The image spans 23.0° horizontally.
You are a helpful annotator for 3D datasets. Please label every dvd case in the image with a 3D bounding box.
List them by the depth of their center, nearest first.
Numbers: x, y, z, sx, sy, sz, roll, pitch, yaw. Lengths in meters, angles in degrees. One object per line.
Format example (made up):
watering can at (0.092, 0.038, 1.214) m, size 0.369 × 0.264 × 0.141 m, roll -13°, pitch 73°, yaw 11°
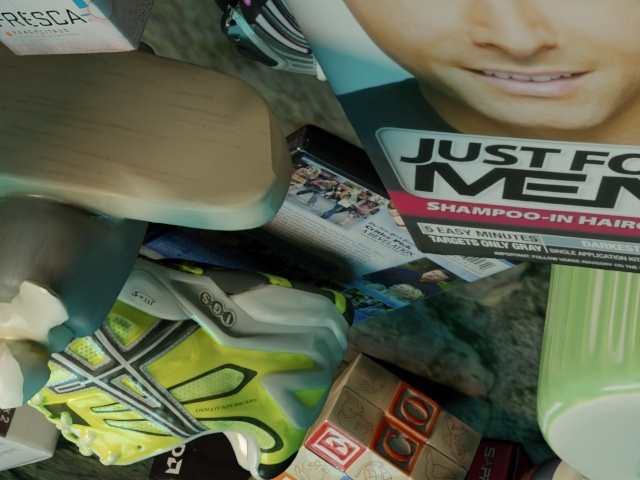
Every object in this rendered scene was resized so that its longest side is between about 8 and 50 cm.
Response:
dvd case at (0.000, 0.000, 1.104) m, size 0.180 × 0.022 × 0.253 m, roll 26°, pitch 155°, yaw -23°

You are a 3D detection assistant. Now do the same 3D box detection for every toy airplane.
toy airplane at (-0.259, -0.057, 0.695) m, size 0.386 × 0.384 × 0.272 m, roll 49°, pitch 154°, yaw 40°

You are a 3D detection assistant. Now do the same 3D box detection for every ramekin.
ramekin at (0.273, 0.072, 0.937) m, size 0.303 × 0.148 × 0.303 m, roll 13°, pitch 157°, yaw 6°

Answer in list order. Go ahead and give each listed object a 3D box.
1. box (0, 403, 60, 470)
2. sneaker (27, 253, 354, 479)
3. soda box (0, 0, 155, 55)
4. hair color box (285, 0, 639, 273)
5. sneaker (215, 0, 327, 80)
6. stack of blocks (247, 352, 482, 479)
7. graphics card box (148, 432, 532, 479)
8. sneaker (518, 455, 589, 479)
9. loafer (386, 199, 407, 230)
box at (-0.270, 0.079, 1.244) m, size 0.119 × 0.181 × 0.182 m, roll 26°, pitch 154°, yaw -25°
sneaker at (-0.157, 0.072, 1.036) m, size 0.385 × 0.147 × 0.145 m, roll 12°, pitch 178°, yaw -23°
soda box at (-0.078, -0.160, 0.582) m, size 0.058 × 0.183 × 0.063 m, roll 1°, pitch 152°, yaw 30°
hair color box at (0.094, -0.115, 0.670) m, size 0.185 × 0.113 × 0.374 m, roll 6°, pitch 155°, yaw 22°
sneaker at (-0.019, -0.128, 0.770) m, size 0.075 × 0.063 × 0.170 m, roll 6°, pitch 161°, yaw 6°
stack of blocks at (0.024, 0.249, 1.401) m, size 0.171 × 0.087 × 0.297 m, roll 34°, pitch 134°, yaw -3°
graphics card box at (0.040, 0.263, 1.585) m, size 0.371 × 0.094 × 0.233 m, roll 5°, pitch 155°, yaw 23°
sneaker at (0.329, 0.277, 1.421) m, size 0.350 × 0.131 × 0.148 m, roll 29°, pitch 161°, yaw -17°
loafer at (0.081, -0.043, 0.940) m, size 0.039 × 0.045 × 0.125 m, roll 45°, pitch 140°, yaw -20°
